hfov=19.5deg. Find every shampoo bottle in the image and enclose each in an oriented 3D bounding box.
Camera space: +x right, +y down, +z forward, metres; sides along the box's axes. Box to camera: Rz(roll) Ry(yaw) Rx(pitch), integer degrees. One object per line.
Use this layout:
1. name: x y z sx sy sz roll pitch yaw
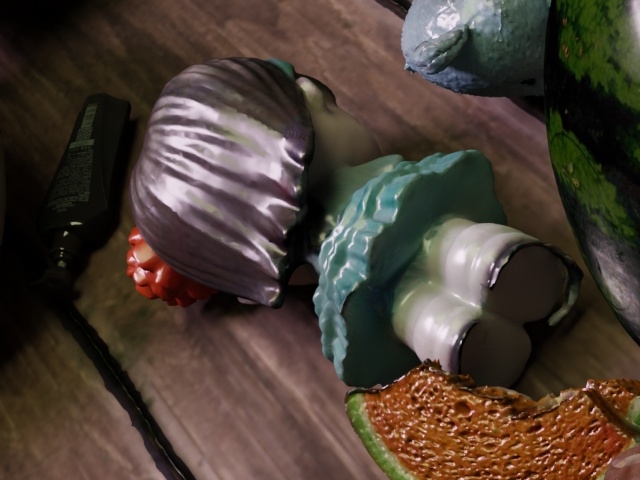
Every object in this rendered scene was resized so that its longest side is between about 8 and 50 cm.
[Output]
1. shampoo bottle: -0.137 -0.026 1.071 0.048 0.027 0.137 -10 48 23

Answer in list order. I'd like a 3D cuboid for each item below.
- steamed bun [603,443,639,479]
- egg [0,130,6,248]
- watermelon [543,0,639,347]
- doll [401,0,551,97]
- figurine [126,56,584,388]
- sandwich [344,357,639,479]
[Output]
1. steamed bun: 0.157 0.141 0.569 0.145 0.106 0.175 -14 85 41
2. egg: -0.327 -0.059 1.049 0.278 0.278 0.336 -37 54 8
3. watermelon: 0.206 -0.058 0.631 0.269 0.269 0.269 -23 42 23
4. doll: 0.127 -0.106 0.897 0.180 0.075 0.120 -10 6 9
5. figurine: 0.000 0.000 0.870 0.245 0.110 0.138 29 93 44
6. sandwich: 0.073 0.084 0.758 0.135 0.029 0.067 6 94 26
